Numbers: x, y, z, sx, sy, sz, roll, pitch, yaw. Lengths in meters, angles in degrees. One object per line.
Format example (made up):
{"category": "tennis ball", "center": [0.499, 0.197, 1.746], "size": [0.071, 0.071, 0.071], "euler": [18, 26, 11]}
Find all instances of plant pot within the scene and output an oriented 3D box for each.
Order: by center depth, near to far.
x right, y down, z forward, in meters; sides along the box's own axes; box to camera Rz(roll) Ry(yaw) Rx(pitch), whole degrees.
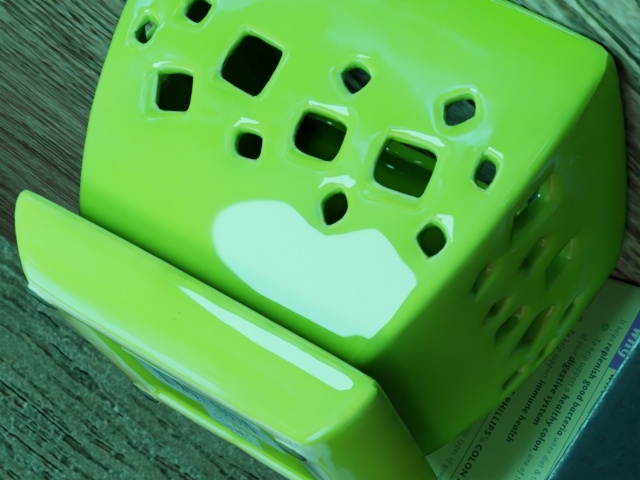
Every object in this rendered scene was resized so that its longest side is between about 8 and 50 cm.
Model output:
{"category": "plant pot", "center": [0.000, 0.000, 0.678], "size": [0.228, 0.207, 0.227], "euler": [28, 166, 23]}

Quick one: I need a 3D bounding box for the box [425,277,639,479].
{"category": "box", "center": [0.140, 0.137, 0.814], "size": [0.243, 0.213, 0.117], "euler": [17, 159, 45]}

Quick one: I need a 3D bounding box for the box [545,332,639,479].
{"category": "box", "center": [0.182, 0.076, 0.497], "size": [0.108, 0.153, 0.207], "euler": [30, 174, 30]}
